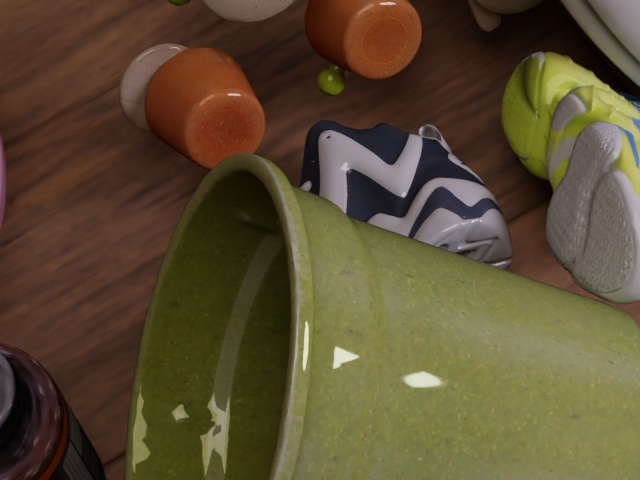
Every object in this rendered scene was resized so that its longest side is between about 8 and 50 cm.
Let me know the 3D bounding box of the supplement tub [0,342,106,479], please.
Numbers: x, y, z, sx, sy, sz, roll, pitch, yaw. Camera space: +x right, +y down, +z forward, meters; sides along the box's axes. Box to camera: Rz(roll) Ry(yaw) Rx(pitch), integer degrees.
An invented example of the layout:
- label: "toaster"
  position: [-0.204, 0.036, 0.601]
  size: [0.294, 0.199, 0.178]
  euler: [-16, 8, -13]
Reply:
- label: "supplement tub"
  position: [-0.198, 0.127, 1.208]
  size: [0.106, 0.198, 0.106]
  euler: [-3, 64, 5]

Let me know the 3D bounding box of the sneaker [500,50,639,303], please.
- label: "sneaker"
  position: [0.204, -0.040, 1.272]
  size: [0.126, 0.091, 0.240]
  euler: [13, 34, -22]

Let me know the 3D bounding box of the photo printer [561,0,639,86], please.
- label: "photo printer"
  position: [0.280, -0.239, 1.326]
  size: [0.256, 0.107, 0.307]
  euler: [44, 71, -19]

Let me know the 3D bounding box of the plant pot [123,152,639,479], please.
- label: "plant pot"
  position: [0.048, 0.107, 1.152]
  size: [0.254, 0.276, 0.276]
  euler: [11, 63, -21]

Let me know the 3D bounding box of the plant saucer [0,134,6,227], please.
- label: "plant saucer"
  position: [-0.374, -0.016, 1.358]
  size: [0.332, 0.084, 0.332]
  euler: [-2, 64, 4]

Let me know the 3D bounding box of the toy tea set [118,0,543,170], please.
- label: "toy tea set"
  position: [-0.002, -0.195, 1.340]
  size: [0.336, 0.200, 0.124]
  euler: [-32, 36, -8]

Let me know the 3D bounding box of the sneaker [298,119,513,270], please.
- label: "sneaker"
  position: [0.000, 0.000, 1.317]
  size: [0.235, 0.094, 0.153]
  euler: [-32, 43, 14]
